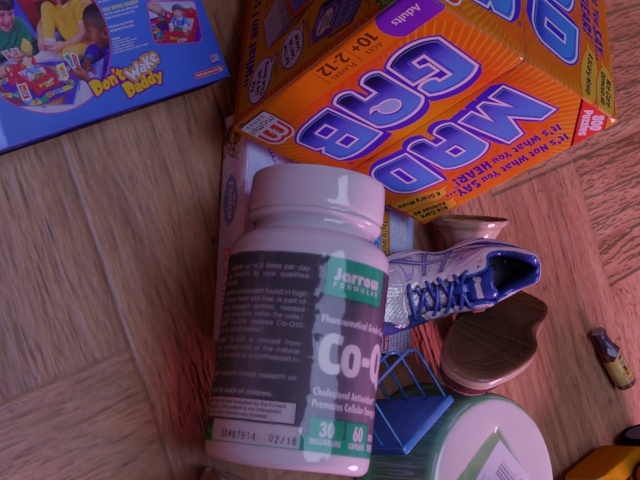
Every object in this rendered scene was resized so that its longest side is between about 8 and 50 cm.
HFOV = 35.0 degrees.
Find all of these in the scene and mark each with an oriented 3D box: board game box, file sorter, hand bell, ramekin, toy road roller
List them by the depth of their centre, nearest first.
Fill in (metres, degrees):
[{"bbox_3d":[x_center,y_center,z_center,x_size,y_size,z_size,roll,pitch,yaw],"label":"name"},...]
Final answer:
[{"bbox_3d":[-0.302,-0.261,1.256,0.347,0.078,0.233,-26,99,-39],"label":"board game box"},{"bbox_3d":[0.137,-0.299,1.384,0.356,0.356,0.357,24,55,-32],"label":"board game box"},{"bbox_3d":[0.073,0.225,1.425,0.118,0.170,0.104,-41,106,-36],"label":"file sorter"},{"bbox_3d":[0.000,0.000,1.467,0.318,0.066,0.319,11,77,-38],"label":"board game box"},{"bbox_3d":[0.212,0.366,1.527,0.303,0.148,0.303,7,79,-38],"label":"ramekin"},{"bbox_3d":[0.237,0.083,1.642,0.126,0.126,0.242,-5,98,-39],"label":"hand bell"},{"bbox_3d":[0.605,0.456,1.773,0.329,0.240,0.202,-21,96,-39],"label":"toy road roller"}]

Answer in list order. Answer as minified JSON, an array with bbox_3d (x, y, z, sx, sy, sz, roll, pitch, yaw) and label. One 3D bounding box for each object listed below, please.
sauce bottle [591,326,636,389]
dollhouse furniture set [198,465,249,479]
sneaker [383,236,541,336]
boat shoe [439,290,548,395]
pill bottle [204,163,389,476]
[{"bbox_3d":[0.544,0.219,1.889,0.042,0.042,0.128,-46,113,-34],"label":"sauce bottle"},{"bbox_3d":[-0.112,0.503,1.200,0.362,0.256,0.394,23,83,-15],"label":"dollhouse furniture set"},{"bbox_3d":[0.185,0.059,1.466,0.296,0.131,0.112,-21,103,-27],"label":"sneaker"},{"bbox_3d":[0.253,0.174,1.528,0.342,0.123,0.123,-35,148,-63],"label":"boat shoe"},{"bbox_3d":[-0.022,0.100,1.260,0.204,0.204,0.361,15,76,-37],"label":"pill bottle"}]
